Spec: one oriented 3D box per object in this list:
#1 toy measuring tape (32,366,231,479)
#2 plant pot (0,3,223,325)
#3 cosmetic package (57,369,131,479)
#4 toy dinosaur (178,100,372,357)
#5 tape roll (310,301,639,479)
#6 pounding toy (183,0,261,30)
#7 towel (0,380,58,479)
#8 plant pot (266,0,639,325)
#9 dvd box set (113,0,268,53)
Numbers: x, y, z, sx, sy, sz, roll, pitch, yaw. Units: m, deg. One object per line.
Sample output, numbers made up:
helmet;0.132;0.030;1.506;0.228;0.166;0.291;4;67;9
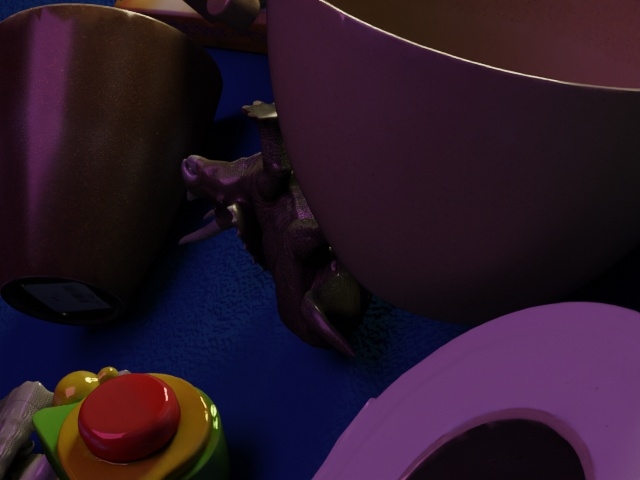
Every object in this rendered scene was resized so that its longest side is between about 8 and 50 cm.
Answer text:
toy measuring tape;-0.088;0.179;1.048;0.121;0.121;0.330;-48;44;2
plant pot;-0.205;-0.051;1.387;0.215;0.215;0.230;-19;55;41
cosmetic package;-0.155;0.161;1.188;0.041;0.060;0.115;-20;39;43
toy dinosaur;0.000;0.000;1.123;0.121;0.160;0.313;-11;37;-20
tape roll;0.102;0.171;0.791;0.286;0.100;0.286;-34;33;26
pounding toy;-0.050;-0.255;1.390;0.181;0.094;0.206;-18;52;35
towel;-0.311;0.270;1.235;0.312;0.056;0.324;-28;33;61
plant pot;0.093;-0.062;0.949;0.284;0.284;0.191;-114;32;-58
dvd box set;-0.019;-0.320;1.567;0.307;0.062;0.420;-55;30;-11
